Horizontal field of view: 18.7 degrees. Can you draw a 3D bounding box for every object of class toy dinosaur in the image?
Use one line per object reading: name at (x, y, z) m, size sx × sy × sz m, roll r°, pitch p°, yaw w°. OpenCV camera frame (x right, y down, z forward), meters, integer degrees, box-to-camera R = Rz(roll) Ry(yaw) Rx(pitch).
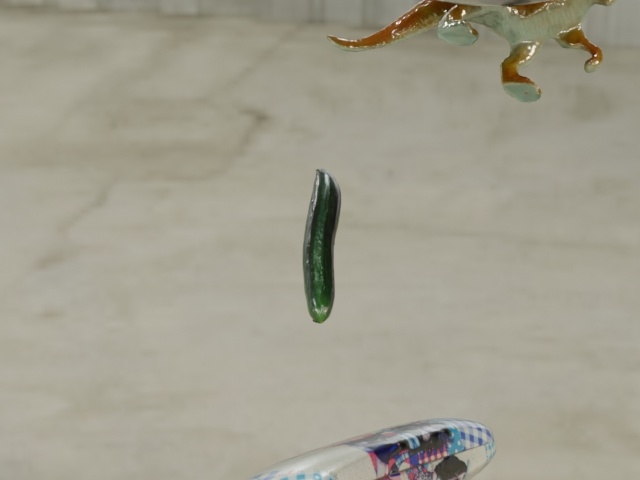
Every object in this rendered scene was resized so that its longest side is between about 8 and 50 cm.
toy dinosaur at (0.124, -0.171, 1.341) m, size 0.212 × 0.057 × 0.142 m, roll 15°, pitch 51°, yaw 4°

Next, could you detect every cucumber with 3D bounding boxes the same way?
cucumber at (0.000, 0.000, 1.787) m, size 0.033 × 0.036 × 0.184 m, roll -15°, pitch 48°, yaw 23°

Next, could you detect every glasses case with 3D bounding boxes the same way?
glasses case at (0.036, 0.213, 1.732) m, size 0.125 × 0.076 × 0.327 m, roll -17°, pitch -5°, yaw 37°

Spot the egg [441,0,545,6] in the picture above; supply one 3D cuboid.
egg at (0.098, -0.351, 1.136) m, size 0.345 × 0.428 × 0.345 m, roll -3°, pitch 16°, yaw 1°
